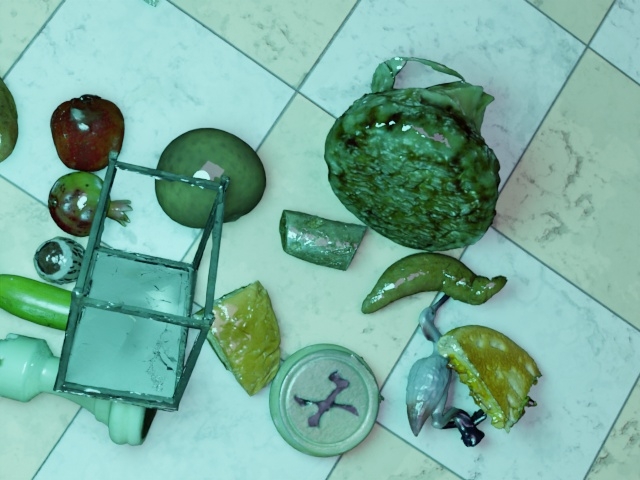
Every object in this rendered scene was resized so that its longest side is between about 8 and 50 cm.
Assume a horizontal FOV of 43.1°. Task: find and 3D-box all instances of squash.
[{"bbox_3d":[-0.501,0.133,1.568,0.292,0.082,0.082,17,81,-10],"label":"squash"}]

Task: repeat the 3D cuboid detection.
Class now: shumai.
[{"bbox_3d":[0.223,-0.198,1.638,0.395,0.395,0.348,34,58,-6],"label":"shumai"}]

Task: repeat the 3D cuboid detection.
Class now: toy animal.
[{"bbox_3d":[-0.487,0.042,1.575,0.137,0.098,0.098,12,82,-16],"label":"toy animal"},{"bbox_3d":[0.238,0.281,1.701,0.195,0.090,0.324,-10,80,-36],"label":"toy animal"}]

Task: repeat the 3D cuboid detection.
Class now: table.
[{"bbox_3d":[-0.306,0.070,1.414,0.222,0.272,0.335,12,44,-14],"label":"table"}]

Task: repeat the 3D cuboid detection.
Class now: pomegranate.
[{"bbox_3d":[-0.457,-0.062,1.589,0.159,0.129,0.129,42,74,-44],"label":"pomegranate"}]

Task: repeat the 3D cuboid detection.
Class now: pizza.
[{"bbox_3d":[0.355,0.291,1.678,0.289,0.081,0.229,18,50,-37],"label":"pizza"}]

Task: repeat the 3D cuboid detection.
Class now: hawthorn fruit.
[{"bbox_3d":[-0.457,-0.200,1.595,0.148,0.148,0.172,0,111,-12],"label":"hawthorn fruit"}]

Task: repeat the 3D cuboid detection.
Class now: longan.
[{"bbox_3d":[-0.218,-0.125,1.598,0.220,0.196,0.197,-11,86,-8],"label":"longan"}]

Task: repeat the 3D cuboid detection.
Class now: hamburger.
[{"bbox_3d":[-0.144,0.197,1.602,0.155,0.135,0.208,-26,85,-7],"label":"hamburger"}]

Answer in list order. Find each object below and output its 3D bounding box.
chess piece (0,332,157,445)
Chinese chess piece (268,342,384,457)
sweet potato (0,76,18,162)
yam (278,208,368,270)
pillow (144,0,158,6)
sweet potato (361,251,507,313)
[{"bbox_3d":[-0.456,0.263,1.523,0.299,0.194,0.195,12,82,-1],"label":"chess piece"},{"bbox_3d":[0.011,0.321,1.648,0.237,0.092,0.238,1,83,-12],"label":"Chinese chess piece"},{"bbox_3d":[-0.665,-0.318,1.575,0.109,0.109,0.385,-17,76,-13],"label":"sweet potato"},{"bbox_3d":[0.000,0.000,1.677,0.183,0.107,0.107,15,81,-6],"label":"yam"},{"bbox_3d":[-0.343,-0.611,1.697,0.148,0.050,0.230,34,77,3],"label":"pillow"},{"bbox_3d":[0.236,0.083,1.712,0.310,0.098,0.124,-3,54,-1],"label":"sweet potato"}]
